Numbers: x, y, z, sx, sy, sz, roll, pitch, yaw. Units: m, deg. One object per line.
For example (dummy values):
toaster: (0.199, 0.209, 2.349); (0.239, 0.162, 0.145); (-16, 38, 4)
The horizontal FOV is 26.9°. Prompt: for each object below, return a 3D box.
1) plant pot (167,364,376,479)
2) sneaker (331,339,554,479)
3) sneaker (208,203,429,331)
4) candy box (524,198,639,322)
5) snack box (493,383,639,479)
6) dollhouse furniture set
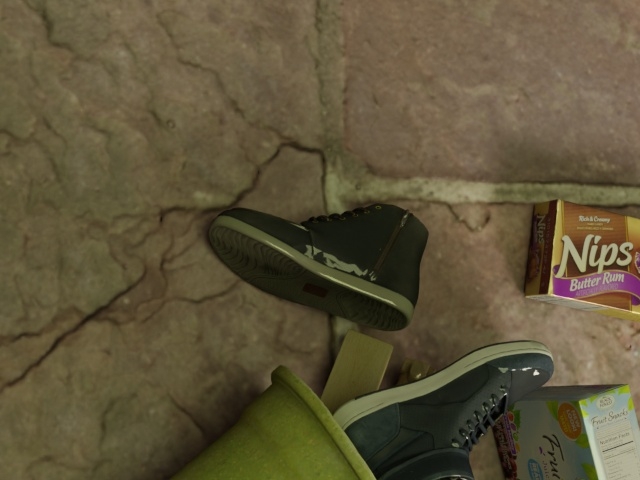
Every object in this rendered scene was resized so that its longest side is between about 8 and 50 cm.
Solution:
plant pot: (-0.070, 0.293, 1.194); (0.254, 0.276, 0.276); (-30, 96, -12)
sneaker: (0.142, 0.194, 1.244); (0.226, 0.086, 0.163); (-21, 50, -10)
sneaker: (0.000, 0.000, 1.351); (0.222, 0.083, 0.118); (25, 56, -12)
candy box: (0.323, 0.026, 1.489); (0.186, 0.053, 0.109); (13, 79, -23)
snack box: (0.264, 0.254, 1.370); (0.070, 0.174, 0.207); (-15, 91, -26)
dollhouse furniture set: (0.068, 0.202, 1.365); (0.151, 0.123, 0.144); (20, 55, 5)
